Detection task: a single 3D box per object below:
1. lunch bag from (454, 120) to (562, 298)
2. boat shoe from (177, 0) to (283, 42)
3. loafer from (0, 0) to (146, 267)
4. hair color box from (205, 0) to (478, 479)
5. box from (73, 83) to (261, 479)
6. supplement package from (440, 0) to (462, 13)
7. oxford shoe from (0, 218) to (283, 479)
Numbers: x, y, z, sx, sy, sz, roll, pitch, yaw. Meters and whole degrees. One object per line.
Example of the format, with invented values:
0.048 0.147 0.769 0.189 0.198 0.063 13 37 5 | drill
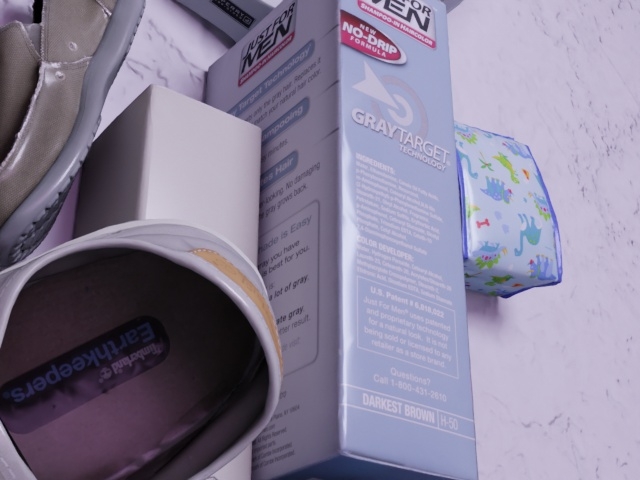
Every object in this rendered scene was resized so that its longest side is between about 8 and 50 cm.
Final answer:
0.145 -0.033 0.931 0.128 0.096 0.151 13 70 -36 | lunch bag
-0.045 -0.203 0.869 0.219 0.078 0.070 37 49 -18 | boat shoe
-0.194 -0.091 0.684 0.087 0.094 0.251 24 49 -16 | loafer
0.000 0.000 0.722 0.113 0.185 0.375 20 56 -32 | hair color box
-0.106 0.047 0.660 0.094 0.113 0.275 20 57 -32 | box
0.114 -0.326 0.983 0.145 0.204 0.262 46 46 -12 | supplement package
-0.201 0.124 0.435 0.449 0.130 0.169 -32 102 -21 | oxford shoe
